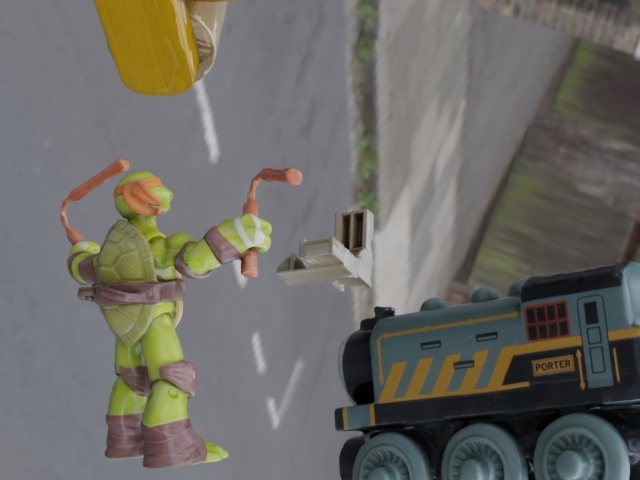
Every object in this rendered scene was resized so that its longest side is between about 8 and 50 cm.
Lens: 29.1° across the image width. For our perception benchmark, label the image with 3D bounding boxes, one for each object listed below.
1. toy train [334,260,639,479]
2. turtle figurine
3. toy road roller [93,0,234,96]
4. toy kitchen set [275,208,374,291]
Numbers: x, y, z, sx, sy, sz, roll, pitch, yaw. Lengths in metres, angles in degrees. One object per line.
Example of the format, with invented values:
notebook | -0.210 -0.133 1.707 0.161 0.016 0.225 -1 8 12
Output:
toy train | 0.152 0.129 1.002 0.142 0.334 0.190 9 73 -49
turtle figurine | -0.112 0.043 0.848 0.087 0.269 0.217 -4 89 -47
toy road roller | -0.103 -0.313 1.217 0.329 0.240 0.202 83 11 -50
toy kitchen set | 0.000 0.000 1.108 0.083 0.068 0.075 41 46 -54
